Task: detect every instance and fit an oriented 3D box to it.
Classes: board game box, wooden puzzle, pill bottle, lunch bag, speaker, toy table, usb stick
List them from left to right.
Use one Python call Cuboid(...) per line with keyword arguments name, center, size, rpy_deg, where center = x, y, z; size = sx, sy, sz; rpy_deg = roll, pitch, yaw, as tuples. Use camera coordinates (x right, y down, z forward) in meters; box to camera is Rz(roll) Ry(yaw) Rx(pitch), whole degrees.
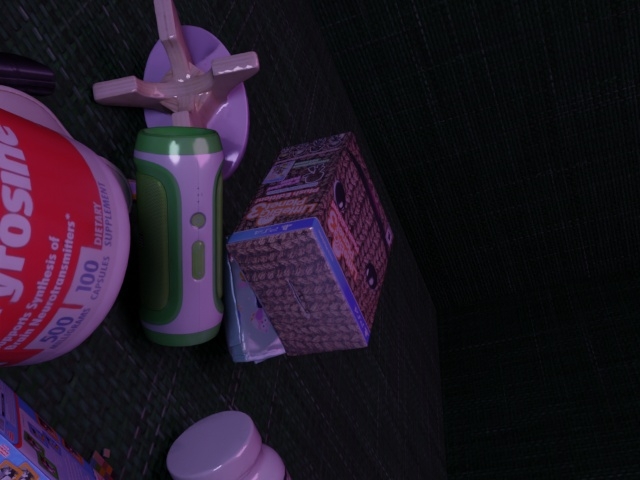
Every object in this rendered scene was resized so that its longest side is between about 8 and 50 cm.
Cuboid(name="pill bottle", center=(-0.344, -0.019, 0.475), size=(0.408, 0.229, 0.228), rpy_deg=(21, 56, -68))
Cuboid(name="usb stick", center=(-0.395, -0.184, 0.715), size=(0.045, 0.077, 0.278), rpy_deg=(-69, 169, 14))
Cuboid(name="board game box", center=(-0.261, 0.220, 0.637), size=(0.211, 0.039, 0.160), rpy_deg=(54, -17, -21))
Cuboid(name="wooden puzzle", center=(-0.271, 0.292, 0.814), size=(0.083, 0.006, 0.049), rpy_deg=(-80, 150, -53))
Cuboid(name="speaker", center=(-0.199, -0.007, 0.949), size=(0.131, 0.131, 0.296), rpy_deg=(-47, 141, -69))
Cuboid(name="toy table", center=(-0.211, -0.234, 1.071), size=(0.161, 0.252, 0.274), rpy_deg=(57, 11, -84))
Cuboid(name="pill bottle", center=(-0.107, 0.399, 0.979), size=(0.162, 0.162, 0.278), rpy_deg=(-68, 140, -62))
Cuboid(name="lunch bag", center=(-0.108, 0.094, 1.201), size=(0.262, 0.160, 0.223), rpy_deg=(0, 80, -77))
Cuboid(name="board game box", center=(0.000, 0.000, 1.098), size=(0.291, 0.141, 0.232), rpy_deg=(-70, 142, -50))

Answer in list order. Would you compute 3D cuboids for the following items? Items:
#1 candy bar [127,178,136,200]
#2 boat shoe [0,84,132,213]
Cuboid(name="candy bar", center=(-0.280, -0.076, 1.062), size=(0.161, 0.018, 0.040), rpy_deg=(4, 74, -71))
Cuboid(name="boat shoe", center=(-0.332, -0.095, 0.820), size=(0.254, 0.079, 0.095), rpy_deg=(44, 34, -63))
